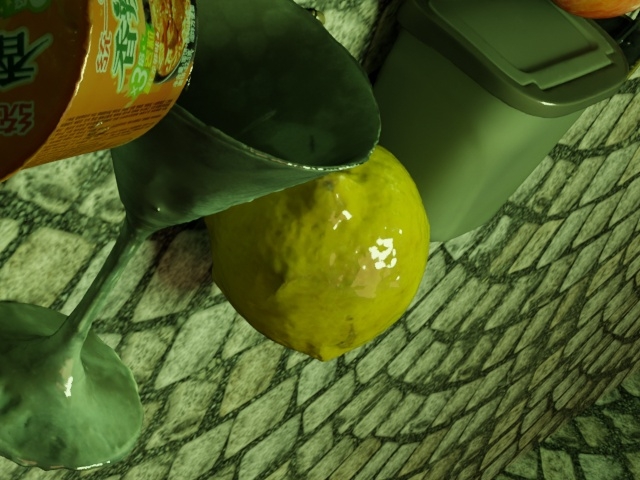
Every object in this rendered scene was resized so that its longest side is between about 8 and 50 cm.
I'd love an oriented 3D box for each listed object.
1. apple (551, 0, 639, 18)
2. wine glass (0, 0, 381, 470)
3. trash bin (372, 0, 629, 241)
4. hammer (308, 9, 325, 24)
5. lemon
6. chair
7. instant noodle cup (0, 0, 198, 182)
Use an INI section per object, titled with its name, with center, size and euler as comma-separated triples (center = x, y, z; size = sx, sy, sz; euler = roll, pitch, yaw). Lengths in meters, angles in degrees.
[apple]
center = 0.298, -0.339, 1.558
size = 0.209, 0.209, 0.164
euler = -31, -167, -35
[wine glass]
center = -0.154, -0.007, 1.242
size = 0.267, 0.267, 0.406
euler = -17, 146, -52
[trash bin]
center = 0.164, -0.145, 1.631
size = 0.220, 0.219, 0.250
euler = -21, 152, -43
[hammer]
center = -0.039, -0.177, 1.462
size = 0.123, 0.014, 0.029
euler = -49, 149, 7
[lemon]
center = 0.000, 0.000, 1.551
size = 0.233, 0.233, 0.288
euler = -41, 161, -15
[chair]
center = 0.305, -0.245, 1.802
size = 0.159, 0.172, 0.247
euler = -41, 150, -17
[instant noodle cup]
center = -0.195, -0.143, 0.961
size = 0.230, 0.230, 0.182
euler = -55, 161, 18
